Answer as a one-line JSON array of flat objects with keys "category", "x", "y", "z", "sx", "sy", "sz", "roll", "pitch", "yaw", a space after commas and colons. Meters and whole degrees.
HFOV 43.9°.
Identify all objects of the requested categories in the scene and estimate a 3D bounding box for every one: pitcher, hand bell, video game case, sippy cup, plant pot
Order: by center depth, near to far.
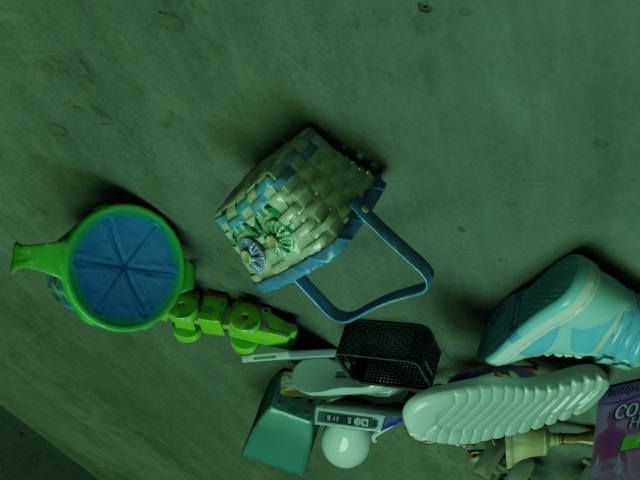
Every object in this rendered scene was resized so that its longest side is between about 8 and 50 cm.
[{"category": "sippy cup", "x": -0.411, "y": 0.054, "z": 1.509, "sx": 0.224, "sy": 0.240, "sz": 0.305, "roll": -6, "pitch": 132, "yaw": 53}, {"category": "hand bell", "x": 0.505, "y": 0.411, "z": 1.637, "sx": 0.241, "sy": 0.126, "sz": 0.126, "roll": -2, "pitch": 143, "yaw": 13}, {"category": "video game case", "x": -0.063, "y": 0.247, "z": 1.701, "sx": 0.143, "sy": 0.019, "sz": 0.157, "roll": -12, "pitch": 168, "yaw": 42}, {"category": "plant pot", "x": -0.075, "y": 0.432, "z": 1.935, "sx": 0.165, "sy": 0.166, "sz": 0.234, "roll": 20, "pitch": 141, "yaw": 1}, {"category": "pitcher", "x": 0.093, "y": 0.473, "z": 1.948, "sx": 0.177, "sy": 0.126, "sz": 0.207, "roll": 4, "pitch": 136, "yaw": -1}]

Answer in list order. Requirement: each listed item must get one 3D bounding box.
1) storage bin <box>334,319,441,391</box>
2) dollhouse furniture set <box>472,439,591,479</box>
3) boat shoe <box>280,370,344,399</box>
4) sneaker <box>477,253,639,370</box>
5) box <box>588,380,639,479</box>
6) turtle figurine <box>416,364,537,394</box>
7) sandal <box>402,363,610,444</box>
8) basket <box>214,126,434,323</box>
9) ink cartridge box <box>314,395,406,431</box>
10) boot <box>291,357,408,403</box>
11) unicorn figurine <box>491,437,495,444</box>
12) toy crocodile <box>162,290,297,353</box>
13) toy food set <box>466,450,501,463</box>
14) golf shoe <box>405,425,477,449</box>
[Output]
[{"category": "storage bin", "x": 0.134, "y": 0.226, "z": 1.566, "sx": 0.180, "sy": 0.084, "sz": 0.122, "roll": 1, "pitch": 143, "yaw": 28}, {"category": "dollhouse furniture set", "x": 0.505, "y": 0.554, "z": 1.832, "sx": 0.242, "sy": 0.161, "sz": 0.212, "roll": 22, "pitch": 155, "yaw": 37}, {"category": "boat shoe", "x": -0.012, "y": 0.329, "z": 1.833, "sx": 0.170, "sy": 0.059, "sz": 0.063, "roll": 10, "pitch": 146, "yaw": -24}, {"category": "sneaker", "x": 0.401, "y": 0.159, "z": 1.271, "sx": 0.208, "sy": 0.127, "sz": 0.319, "roll": 27, "pitch": 149, "yaw": -7}, {"category": "box", "x": 0.589, "y": 0.368, "z": 1.365, "sx": 0.117, "sy": 0.243, "sz": 0.213, "roll": 33, "pitch": 147, "yaw": -18}, {"category": "turtle figurine", "x": 0.282, "y": 0.312, "z": 1.542, "sx": 0.087, "sy": 0.269, "sz": 0.217, "roll": 65, "pitch": 168, "yaw": 2}, {"category": "sandal", "x": 0.315, "y": 0.269, "z": 1.397, "sx": 0.416, "sy": 0.102, "sz": 0.169, "roll": 1, "pitch": 131, "yaw": -25}, {"category": "basket", "x": 0.000, "y": 0.000, "z": 1.186, "sx": 0.289, "sy": 0.201, "sz": 0.254, "roll": 41, "pitch": 143, "yaw": -13}, {"category": "ink cartridge box", "x": 0.121, "y": 0.381, "z": 1.741, "sx": 0.208, "sy": 0.045, "sz": 0.206, "roll": 0, "pitch": 177, "yaw": 24}, {"category": "boot", "x": 0.065, "y": 0.317, "z": 1.738, "sx": 0.258, "sy": 0.095, "sz": 0.123, "roll": -5, "pitch": 146, "yaw": 40}, {"category": "unicorn figurine", "x": 0.306, "y": 0.361, "z": 1.706, "sx": 0.161, "sy": 0.060, "sz": 0.111, "roll": 20, "pitch": 155, "yaw": 33}, {"category": "toy crocodile", "x": -0.211, "y": 0.157, "z": 1.661, "sx": 0.340, "sy": 0.105, "sz": 0.115, "roll": 11, "pitch": 147, "yaw": 8}, {"category": "toy food set", "x": 0.401, "y": 0.540, "z": 1.947, "sx": 0.082, "sy": 0.020, "sz": 0.083, "roll": 28, "pitch": 148, "yaw": -11}, {"category": "golf shoe", "x": 0.282, "y": 0.417, "z": 1.778, "sx": 0.186, "sy": 0.068, "sz": 0.086, "roll": 8, "pitch": 140, "yaw": -14}]
